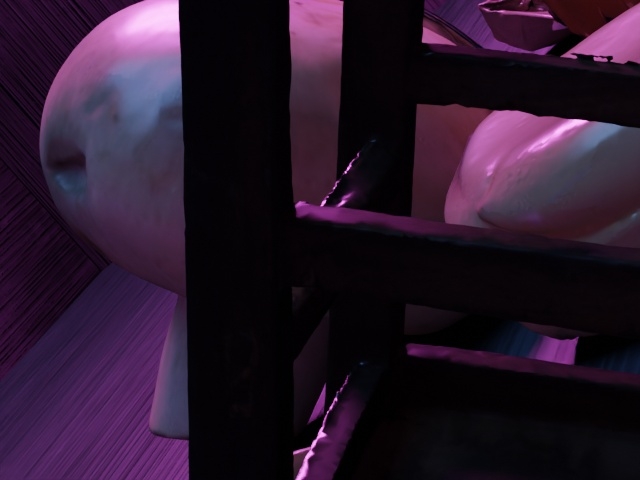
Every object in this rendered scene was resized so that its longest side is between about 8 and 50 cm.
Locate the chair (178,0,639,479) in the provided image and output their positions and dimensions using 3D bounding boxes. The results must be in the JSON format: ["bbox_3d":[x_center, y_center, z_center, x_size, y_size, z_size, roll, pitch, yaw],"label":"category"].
[{"bbox_3d":[0.090,0.107,0.574,0.241,0.416,0.203,8,25,12],"label":"chair"}]

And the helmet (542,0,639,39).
[{"bbox_3d":[0.282,-0.232,1.506,0.198,0.130,0.224,-39,-28,19],"label":"helmet"}]

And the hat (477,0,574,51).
[{"bbox_3d":[0.283,-0.247,1.910,0.166,0.144,0.173,-40,52,-8],"label":"hat"}]

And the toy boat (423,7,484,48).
[{"bbox_3d":[0.132,-0.125,1.450,0.084,0.210,0.066,-10,44,57],"label":"toy boat"}]

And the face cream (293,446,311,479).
[{"bbox_3d":[-0.057,0.180,0.885,0.173,0.081,0.348,-42,-3,-17],"label":"face cream"}]

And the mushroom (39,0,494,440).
[{"bbox_3d":[-0.016,-0.033,1.295,0.325,0.353,0.353,-14,24,36],"label":"mushroom"}]

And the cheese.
[{"bbox_3d":[0.194,-0.058,1.060,0.233,0.127,0.266,-36,11,28],"label":"cheese"}]
